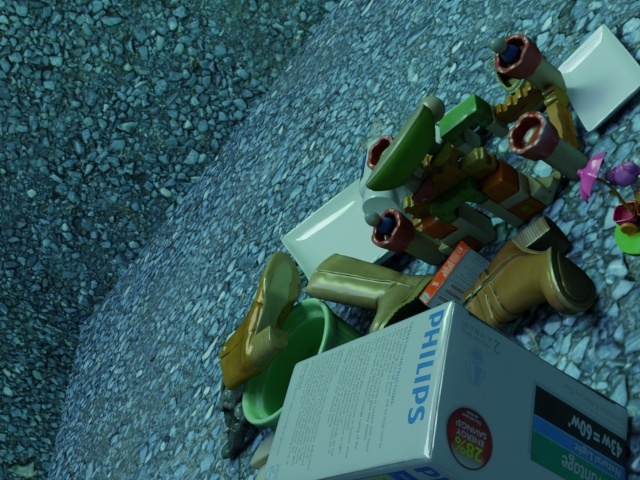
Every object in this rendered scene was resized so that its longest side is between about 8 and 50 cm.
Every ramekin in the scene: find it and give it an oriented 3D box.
[{"bbox_3d":[-0.024,0.292,1.936,0.303,0.148,0.303,-45,25,28],"label":"ramekin"}]

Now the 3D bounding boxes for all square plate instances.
[{"bbox_3d":[0.096,-0.025,2.111,0.344,0.049,0.347,-38,31,0],"label":"square plate"}]

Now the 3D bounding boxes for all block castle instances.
[{"bbox_3d":[0.283,-0.172,1.775,0.453,0.213,0.302,-35,41,38],"label":"block castle"}]

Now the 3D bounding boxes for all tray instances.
[{"bbox_3d":[0.548,-0.316,1.731,0.145,0.030,0.270,-45,25,24],"label":"tray"}]

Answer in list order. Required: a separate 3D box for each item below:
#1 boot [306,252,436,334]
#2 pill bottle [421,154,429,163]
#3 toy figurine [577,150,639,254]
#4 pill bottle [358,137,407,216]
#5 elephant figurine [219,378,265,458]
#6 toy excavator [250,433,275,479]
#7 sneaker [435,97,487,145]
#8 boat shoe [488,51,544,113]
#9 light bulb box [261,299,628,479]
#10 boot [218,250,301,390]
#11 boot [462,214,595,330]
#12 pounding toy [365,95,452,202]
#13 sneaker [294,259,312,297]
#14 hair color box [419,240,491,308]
[{"bbox_3d":[0.083,0.126,1.827,0.270,0.089,0.236,11,35,36],"label":"boot"},{"bbox_3d":[0.234,-0.189,2.157,0.067,0.067,0.120,-55,22,6],"label":"pill bottle"},{"bbox_3d":[0.482,-0.077,1.376,0.173,0.159,0.130,-23,40,53],"label":"toy figurine"},{"bbox_3d":[0.147,-0.140,2.052,0.112,0.112,0.186,-36,32,41],"label":"pill bottle"},{"bbox_3d":[-0.187,0.398,2.149,0.186,0.169,0.239,-36,-6,-29],"label":"elephant figurine"},{"bbox_3d":[-0.129,0.597,1.705,0.432,0.222,0.445,-61,14,-13],"label":"toy excavator"},{"bbox_3d":[0.328,-0.269,2.060,0.153,0.094,0.235,-22,-4,6],"label":"sneaker"},{"bbox_3d":[0.438,-0.381,1.964,0.104,0.089,0.285,-48,24,23],"label":"boat shoe"},{"bbox_3d":[0.174,0.299,1.247,0.361,0.358,0.225,-29,37,47],"label":"light bulb box"},{"bbox_3d":[-0.149,0.180,2.008,0.211,0.104,0.295,-38,33,38],"label":"boot"},{"bbox_3d":[0.337,0.093,1.508,0.220,0.109,0.283,-46,22,21],"label":"boot"},{"bbox_3d":[0.183,-0.154,1.634,0.183,0.110,0.237,-53,3,29],"label":"pounding toy"},{"bbox_3d":[0.000,0.000,2.311,0.110,0.122,0.282,-15,46,59],"label":"sneaker"},{"bbox_3d":[0.265,0.080,1.728,0.141,0.072,0.043,-54,23,6],"label":"hair color box"}]
